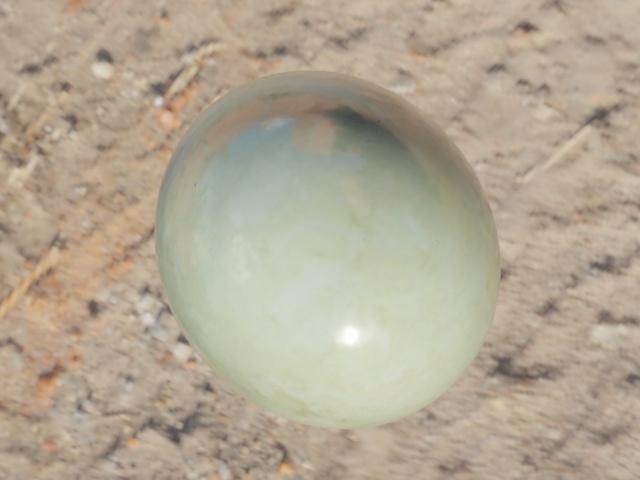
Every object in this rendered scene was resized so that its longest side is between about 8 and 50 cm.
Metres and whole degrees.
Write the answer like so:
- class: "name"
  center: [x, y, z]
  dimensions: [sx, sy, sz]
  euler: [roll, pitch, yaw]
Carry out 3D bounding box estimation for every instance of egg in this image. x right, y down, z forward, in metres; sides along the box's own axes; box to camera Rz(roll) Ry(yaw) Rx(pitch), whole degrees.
- class: "egg"
  center: [0.000, 0.000, 0.523]
  dimensions: [0.114, 0.114, 0.152]
  euler: [-46, 33, 7]
